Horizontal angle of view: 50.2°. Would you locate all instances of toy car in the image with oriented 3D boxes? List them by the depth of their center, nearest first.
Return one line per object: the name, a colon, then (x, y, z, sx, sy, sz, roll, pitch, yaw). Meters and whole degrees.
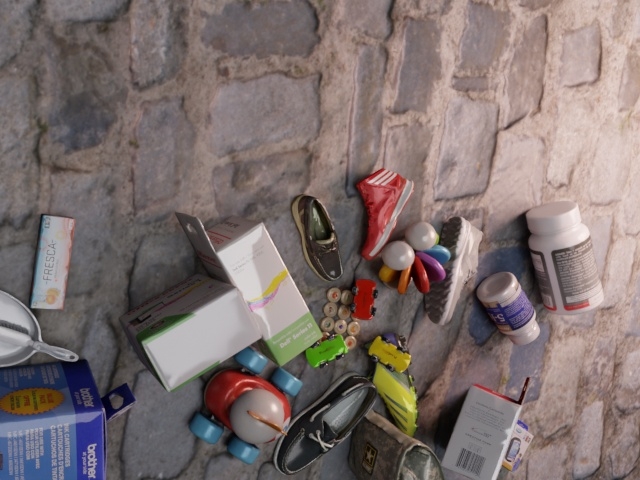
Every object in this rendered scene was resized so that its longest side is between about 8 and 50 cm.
toy car: (-0.129, 0.377, 1.464, 0.210, 0.238, 0.219, 38, 79, -24)
toy car: (0.070, 0.235, 1.617, 0.225, 0.053, 0.238, -24, 78, -7)
toy car: (0.234, 0.057, 1.639, 0.182, 0.136, 0.159, -39, 153, -18)

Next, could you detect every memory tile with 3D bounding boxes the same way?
memory tile: (0.052, 0.191, 1.659, 0.113, 0.012, 0.147, 14, 89, -27)

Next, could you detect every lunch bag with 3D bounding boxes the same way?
lunch bag: (0.185, 0.564, 1.639, 0.169, 0.235, 0.286, -25, 106, -19)

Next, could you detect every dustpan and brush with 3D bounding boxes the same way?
dustpan and brush: (-0.575, 0.191, 1.323, 0.211, 0.060, 0.147, 25, 84, -26)

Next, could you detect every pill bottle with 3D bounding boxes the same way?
pill bottle: (0.508, 0.186, 1.827, 0.112, 0.112, 0.186, -42, 111, -16)
pill bottle: (0.661, 0.046, 1.860, 0.161, 0.161, 0.283, -24, 106, -22)

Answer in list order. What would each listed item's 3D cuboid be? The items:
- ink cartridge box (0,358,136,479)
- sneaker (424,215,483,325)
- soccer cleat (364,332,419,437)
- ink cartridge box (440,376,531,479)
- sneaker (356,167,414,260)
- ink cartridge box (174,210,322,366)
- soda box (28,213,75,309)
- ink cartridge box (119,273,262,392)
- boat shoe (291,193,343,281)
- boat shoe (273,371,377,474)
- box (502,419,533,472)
ink cartridge box: (-0.544, 0.337, 1.237, 0.396, 0.270, 0.151, -1, 101, -26)
sneaker: (0.355, 0.086, 1.744, 0.115, 0.105, 0.281, 19, 86, -27)
soccer cleat: (0.178, 0.365, 1.714, 0.121, 0.093, 0.288, -11, 107, 6)
ink cartridge box: (0.417, 0.443, 1.704, 0.130, 0.309, 0.271, 21, 84, 17)
sneaker: (0.122, -0.072, 1.644, 0.128, 0.087, 0.221, 28, 83, -8)
ink cartridge box: (-0.153, 0.069, 1.435, 0.119, 0.207, 0.353, -33, 109, -18)
soda box: (-0.524, 0.041, 1.333, 0.063, 0.058, 0.183, 8, 91, -27)
ink cartridge box: (-0.267, 0.171, 1.353, 0.201, 0.278, 0.117, -30, 105, -20)
boat shoe: (0.001, -0.001, 1.578, 0.080, 0.073, 0.223, -27, 106, -21)
boat shoe: (0.013, 0.439, 1.622, 0.114, 0.091, 0.302, 46, 75, -23)
box: (0.549, 0.579, 1.937, 0.081, 0.028, 0.136, 37, 81, -24)
